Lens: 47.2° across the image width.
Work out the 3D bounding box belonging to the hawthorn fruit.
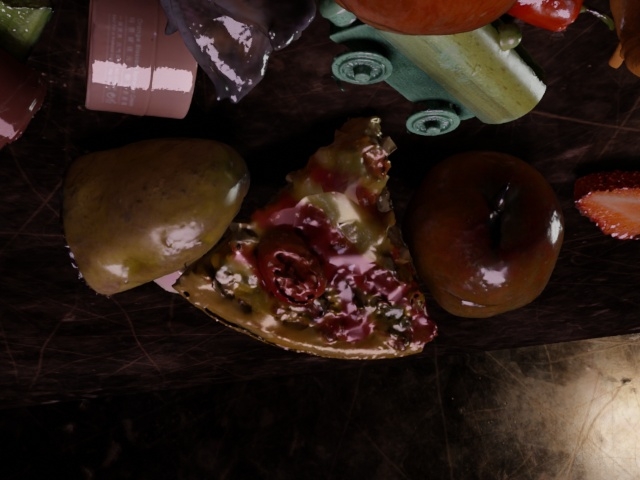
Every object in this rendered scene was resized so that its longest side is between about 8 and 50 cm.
[{"bbox_3d":[0.265,-0.025,1.208,0.267,0.268,0.301,-7,152,2],"label":"hawthorn fruit"}]

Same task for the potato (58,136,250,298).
[{"bbox_3d":[-0.225,-0.053,1.079,0.266,0.229,0.229,-11,158,23],"label":"potato"}]

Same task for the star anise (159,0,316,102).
[{"bbox_3d":[-0.069,-0.268,0.569,0.139,0.316,0.359,-28,-151,-22],"label":"star anise"}]

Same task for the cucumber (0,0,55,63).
[{"bbox_3d":[-0.370,-0.223,0.834,0.070,0.046,0.220,12,151,-34],"label":"cucumber"}]

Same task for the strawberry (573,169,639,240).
[{"bbox_3d":[0.600,-0.083,1.371,0.286,0.106,0.188,17,147,-20],"label":"strawberry"}]

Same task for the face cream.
[{"bbox_3d":[-0.191,-0.207,0.772,0.104,0.149,0.149,3,157,-19],"label":"face cream"}]

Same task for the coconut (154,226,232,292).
[{"bbox_3d":[-0.226,0.002,1.287,0.170,0.171,0.183,10,152,-35],"label":"coconut"}]

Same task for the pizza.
[{"bbox_3d":[0.000,0.000,1.133,0.439,0.130,0.406,12,115,-3],"label":"pizza"}]

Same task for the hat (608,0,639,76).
[{"bbox_3d":[0.396,-0.233,0.821,0.233,0.244,0.233,7,170,-11],"label":"hat"}]

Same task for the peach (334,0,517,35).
[{"bbox_3d":[0.086,-0.292,0.583,0.214,0.214,0.236,-2,127,-10],"label":"peach"}]

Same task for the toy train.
[{"bbox_3d":[0.133,-0.228,0.838,0.189,0.126,0.307,-20,153,33],"label":"toy train"}]

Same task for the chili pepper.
[{"bbox_3d":[0.212,-0.282,0.805,0.272,0.063,0.071,14,156,-15],"label":"chili pepper"}]

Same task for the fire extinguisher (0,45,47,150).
[{"bbox_3d":[-0.450,-0.219,0.721,0.147,0.107,0.337,0,151,40],"label":"fire extinguisher"}]
